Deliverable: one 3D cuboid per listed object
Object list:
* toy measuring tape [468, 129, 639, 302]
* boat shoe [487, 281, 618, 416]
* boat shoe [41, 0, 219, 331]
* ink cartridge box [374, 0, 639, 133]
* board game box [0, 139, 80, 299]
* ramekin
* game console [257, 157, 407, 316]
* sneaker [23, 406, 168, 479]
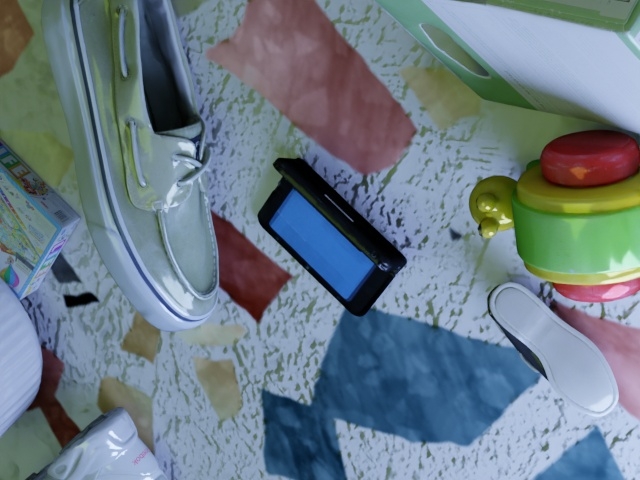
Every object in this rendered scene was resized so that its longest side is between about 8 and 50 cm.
[{"bbox_3d":[0.243,-0.011,1.233,0.330,0.121,0.121,5,114,32],"label":"toy measuring tape"},{"bbox_3d":[0.173,0.082,1.372,0.125,0.038,0.046,42,87,3],"label":"boat shoe"},{"bbox_3d":[-0.138,-0.072,1.464,0.094,0.109,0.302,-12,102,35],"label":"boat shoe"},{"bbox_3d":[0.161,-0.132,1.207,0.235,0.171,0.056,21,80,45],"label":"ink cartridge box"},{"bbox_3d":[-0.295,-0.035,1.636,0.154,0.026,0.103,44,128,8],"label":"board game box"},{"bbox_3d":[-0.350,0.102,1.667,0.207,0.109,0.207,23,133,28],"label":"ramekin"},{"bbox_3d":[0.000,0.000,1.430,0.122,0.107,0.071,43,100,8],"label":"game console"},{"bbox_3d":[-0.225,0.255,1.689,0.115,0.090,0.232,49,130,0],"label":"sneaker"}]
